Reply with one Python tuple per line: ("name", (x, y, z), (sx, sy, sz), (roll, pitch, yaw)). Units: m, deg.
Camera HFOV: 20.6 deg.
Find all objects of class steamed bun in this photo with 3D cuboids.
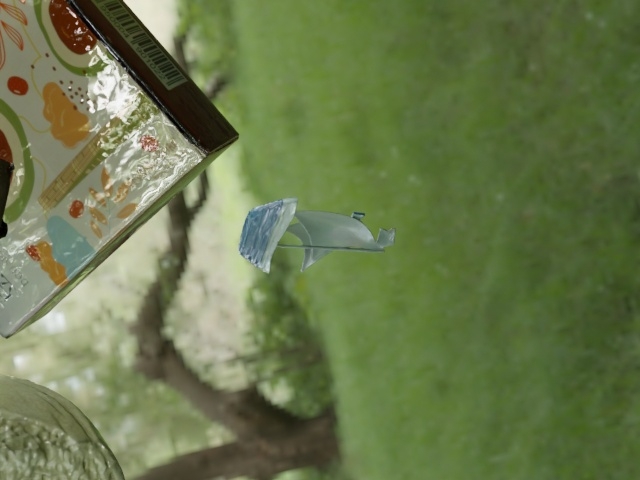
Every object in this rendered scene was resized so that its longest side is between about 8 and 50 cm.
("steamed bun", (-0.383, 0.320, 2.223), (0.273, 0.272, 0.290), (-117, 35, -49))

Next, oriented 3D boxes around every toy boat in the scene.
("toy boat", (-0.006, -0.006, 1.639), (0.105, 0.149, 0.034), (77, -171, -53))

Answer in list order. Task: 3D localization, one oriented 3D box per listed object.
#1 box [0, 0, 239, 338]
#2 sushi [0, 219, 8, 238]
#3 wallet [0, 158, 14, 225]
("box", (-0.357, -0.131, 2.192), (0.344, 0.385, 0.122), (49, -157, 0))
("sushi", (-0.416, -0.022, 2.013), (0.098, 0.094, 0.084), (-101, -15, -62))
("wallet", (-0.412, -0.067, 1.747), (0.255, 0.031, 0.137), (34, -125, -46))
